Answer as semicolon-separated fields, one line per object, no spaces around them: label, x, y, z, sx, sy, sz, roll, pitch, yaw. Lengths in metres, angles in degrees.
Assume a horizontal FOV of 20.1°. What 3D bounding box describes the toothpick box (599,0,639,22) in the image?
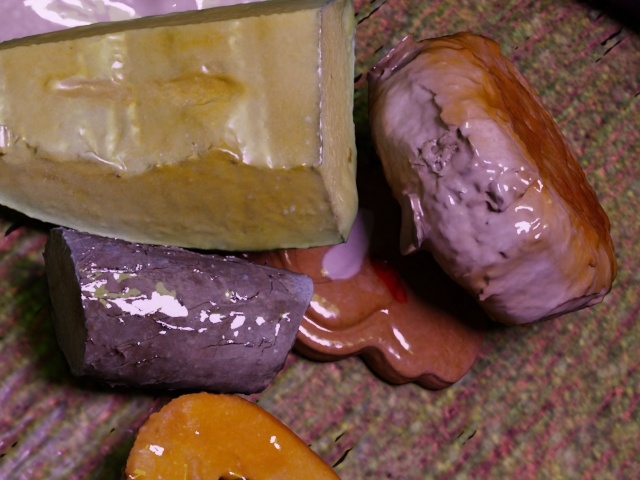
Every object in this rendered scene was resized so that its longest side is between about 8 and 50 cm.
toothpick box;0.329;-0.294;1.614;0.316;0.229;0.229;30;52;-11

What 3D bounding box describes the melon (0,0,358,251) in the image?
melon;-0.134;-0.092;1.257;0.323;0.124;0.196;0;69;-1

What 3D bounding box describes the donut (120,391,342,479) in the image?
donut;-0.060;0.190;1.200;0.178;0.065;0.162;47;46;4

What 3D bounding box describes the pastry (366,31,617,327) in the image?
pastry;0.127;-0.040;1.372;0.257;0.120;0.236;16;45;-64

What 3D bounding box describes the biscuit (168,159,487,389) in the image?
biscuit;0.002;-0.002;1.362;0.295;0.044;0.186;34;53;-8

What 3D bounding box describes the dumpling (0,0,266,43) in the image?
dumpling;-0.194;-0.280;1.346;0.395;0.233;0.315;45;81;-17

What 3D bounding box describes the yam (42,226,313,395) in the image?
yam;-0.098;0.052;1.229;0.183;0.107;0.107;8;59;-20
